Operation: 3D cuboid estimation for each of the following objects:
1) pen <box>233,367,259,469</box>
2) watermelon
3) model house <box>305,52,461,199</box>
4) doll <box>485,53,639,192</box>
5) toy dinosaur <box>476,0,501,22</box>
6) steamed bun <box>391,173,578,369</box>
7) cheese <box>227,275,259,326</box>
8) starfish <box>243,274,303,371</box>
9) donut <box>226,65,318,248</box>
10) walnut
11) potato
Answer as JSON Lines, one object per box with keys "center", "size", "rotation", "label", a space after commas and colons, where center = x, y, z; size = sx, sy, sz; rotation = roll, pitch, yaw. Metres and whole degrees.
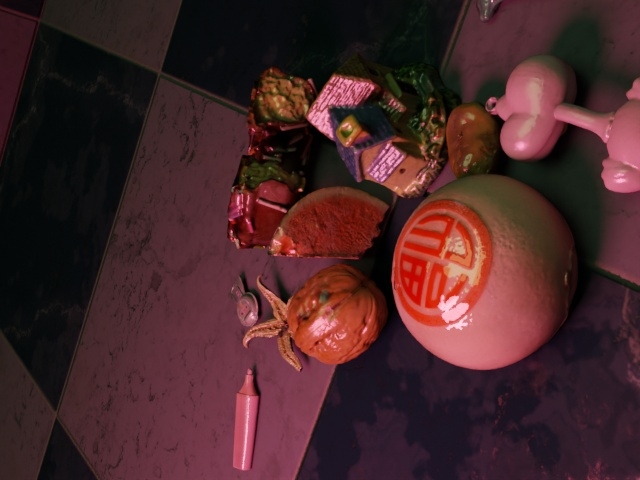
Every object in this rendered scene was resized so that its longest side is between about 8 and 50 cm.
{"center": [-0.148, 0.353, 1.687], "size": [0.053, 0.032, 0.197], "rotation": [0, 84, 51], "label": "pen"}
{"center": [-0.008, -0.012, 1.466], "size": [0.146, 0.231, 0.128], "rotation": [-33, 60, 59], "label": "watermelon"}
{"center": [0.098, -0.199, 1.401], "size": [0.195, 0.189, 0.214], "rotation": [-49, 46, 34], "label": "model house"}
{"center": [0.364, -0.160, 1.146], "size": [0.365, 0.094, 0.160], "rotation": [26, 104, 49], "label": "doll"}
{"center": [0.378, -0.499, 1.220], "size": [0.331, 0.129, 0.383], "rotation": [28, 102, 58], "label": "toy dinosaur"}
{"center": [0.213, 0.041, 1.212], "size": [0.283, 0.177, 0.283], "rotation": [-14, 72, 48], "label": "steamed bun"}
{"center": [-0.157, 0.131, 1.752], "size": [0.067, 0.026, 0.121], "rotation": [-59, 43, 22], "label": "cheese"}
{"center": [-0.062, 0.149, 1.618], "size": [0.217, 0.050, 0.223], "rotation": [-48, 60, 24], "label": "starfish"}
{"center": [-0.090, -0.123, 1.582], "size": [0.259, 0.136, 0.345], "rotation": [99, 180, -51], "label": "donut"}
{"center": [0.025, 0.130, 1.446], "size": [0.184, 0.155, 0.155], "rotation": [-45, 50, 28], "label": "walnut"}
{"center": [0.237, -0.148, 1.311], "size": [0.091, 0.070, 0.138], "rotation": [-29, 52, 49], "label": "potato"}
